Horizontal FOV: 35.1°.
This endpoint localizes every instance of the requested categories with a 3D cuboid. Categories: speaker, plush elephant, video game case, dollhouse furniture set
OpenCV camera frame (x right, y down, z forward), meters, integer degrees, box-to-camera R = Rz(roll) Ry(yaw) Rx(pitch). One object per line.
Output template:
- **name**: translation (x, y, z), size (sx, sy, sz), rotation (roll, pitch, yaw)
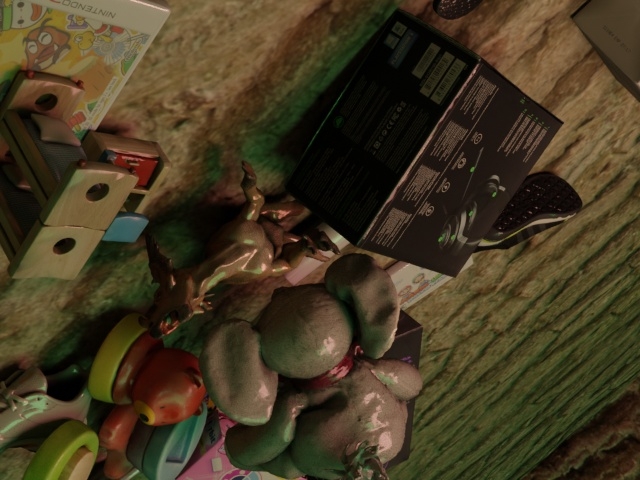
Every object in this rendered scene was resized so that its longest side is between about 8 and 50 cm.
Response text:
- **speaker**: translation (0.000, 0.000, 1.348), size (0.136, 0.055, 0.055), rotation (-38, 152, 4)
- **plush elephant**: translation (-0.009, 0.159, 1.264), size (0.272, 0.255, 0.330), rotation (-19, -173, -10)
- **video game case**: translation (0.175, 0.046, 1.644), size (0.157, 0.019, 0.143), rotation (-33, 151, -4)
- **dollhouse furniture set**: translation (-0.197, -0.053, 0.921), size (0.184, 0.129, 0.129), rotation (5, 131, -49)
- **video game case**: translation (-0.266, -0.140, 0.881), size (0.206, 0.026, 0.227), rotation (5, 132, -50)

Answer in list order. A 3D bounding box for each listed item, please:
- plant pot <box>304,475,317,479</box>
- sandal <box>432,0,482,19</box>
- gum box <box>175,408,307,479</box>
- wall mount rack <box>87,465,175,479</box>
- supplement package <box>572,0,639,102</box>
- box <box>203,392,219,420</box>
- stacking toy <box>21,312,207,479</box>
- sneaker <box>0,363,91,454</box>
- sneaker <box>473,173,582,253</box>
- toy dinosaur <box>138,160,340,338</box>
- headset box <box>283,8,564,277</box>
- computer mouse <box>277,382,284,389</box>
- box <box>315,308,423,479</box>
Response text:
- **plant pot**: translation (-0.062, 0.477, 1.883), size (0.187, 0.167, 0.188), rotation (-47, 151, 20)
- **sandal**: translation (0.181, -0.308, 1.107), size (0.179, 0.040, 0.067), rotation (-45, 159, -13)
- **gum box**: translation (-0.120, 0.346, 1.540), size (0.107, 0.062, 0.188), rotation (-44, 124, 16)
- **wall mount rack**: translation (-0.352, 0.438, 1.570), size (0.350, 0.130, 0.304), rotation (-35, -173, 0)
- **supplement package**: translation (0.465, -0.260, 1.370), size (0.134, 0.139, 0.244), rotation (-43, 152, 15)
- **box**: translation (-0.166, 0.248, 1.544), size (0.169, 0.054, 0.059), rotation (-24, 150, -20)
- **stacking toy**: translation (-0.241, 0.278, 1.310), size (0.279, 0.130, 0.309), rotation (-58, 164, -27)
- **sneaker**: translation (-0.388, 0.206, 1.218), size (0.262, 0.099, 0.121), rotation (-12, 137, -50)
- **sneaker**: translation (0.310, -0.038, 1.611), size (0.235, 0.084, 0.097), rotation (-15, 156, -31)
- **toy dinosaur**: translation (-0.101, 0.015, 1.208), size (0.200, 0.127, 0.296), rotation (-34, 170, 18)
- **headset box**: translation (0.136, -0.102, 1.217), size (0.283, 0.131, 0.246), rotation (16, 111, -55)
- **computer mouse**: translation (-0.052, 0.223, 1.642), size (0.193, 0.042, 0.106), rotation (-42, 150, 11)
- **box**: translation (0.045, 0.230, 1.573), size (0.165, 0.143, 0.270), rotation (-18, 127, -30)
